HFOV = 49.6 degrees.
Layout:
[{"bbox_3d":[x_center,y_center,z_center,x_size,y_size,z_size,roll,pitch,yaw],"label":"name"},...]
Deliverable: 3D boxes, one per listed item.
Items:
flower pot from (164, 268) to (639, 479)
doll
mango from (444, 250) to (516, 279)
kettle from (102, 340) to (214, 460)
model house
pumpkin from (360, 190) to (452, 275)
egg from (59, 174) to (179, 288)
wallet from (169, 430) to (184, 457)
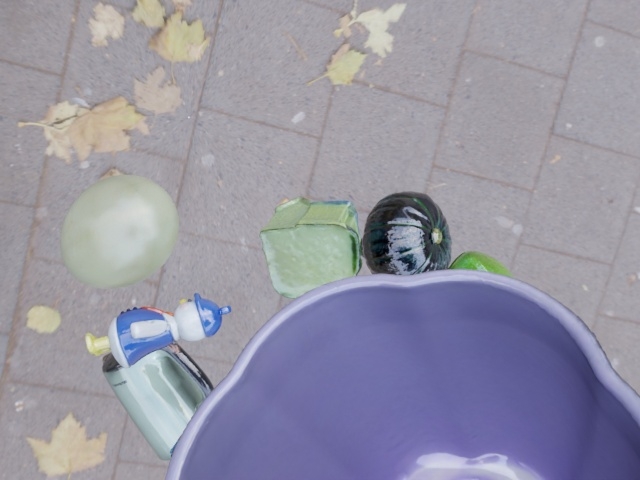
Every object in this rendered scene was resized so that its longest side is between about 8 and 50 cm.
[{"bbox_3d":[0.079,0.186,0.426,0.265,0.265,0.243,-37,137,-3],"label":"flower pot"},{"bbox_3d":[-0.158,0.088,0.689,0.143,0.099,0.057,-15,79,-7],"label":"doll"},{"bbox_3d":[0.282,0.145,1.298,0.201,0.225,0.381,-4,146,4],"label":"mango"},{"bbox_3d":[-0.333,0.323,1.513,0.240,0.165,0.255,-21,105,32],"label":"kettle"},{"bbox_3d":[0.000,0.000,1.542,0.214,0.189,0.195,-6,122,15],"label":"model house"},{"bbox_3d":[0.184,0.011,1.668,0.248,0.248,0.247,-2,100,-10],"label":"pumpkin"},{"bbox_3d":[-0.362,-0.010,1.235,0.254,0.188,0.188,-33,108,35],"label":"egg"},{"bbox_3d":[-0.154,0.300,1.182,0.124,0.042,0.230,7,131,-45],"label":"wallet"}]
